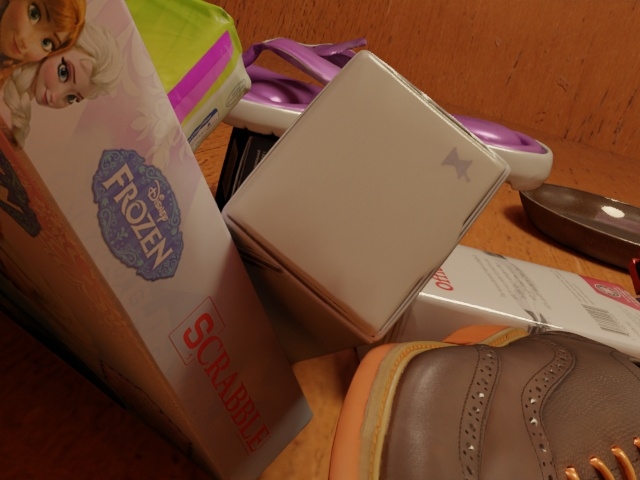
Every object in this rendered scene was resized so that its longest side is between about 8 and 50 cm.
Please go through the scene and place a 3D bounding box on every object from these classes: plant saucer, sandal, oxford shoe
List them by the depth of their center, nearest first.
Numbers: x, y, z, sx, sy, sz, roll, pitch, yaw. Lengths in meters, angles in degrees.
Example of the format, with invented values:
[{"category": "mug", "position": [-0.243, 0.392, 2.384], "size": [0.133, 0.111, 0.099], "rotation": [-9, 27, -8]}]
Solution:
[{"category": "oxford shoe", "position": [0.101, 0.102, 0.442], "size": [0.132, 0.130, 0.363], "rotation": [-2, 7, 22]}, {"category": "sandal", "position": [0.033, -0.147, 0.942], "size": [0.416, 0.102, 0.169], "rotation": [12, 16, -13]}, {"category": "plant saucer", "position": [0.424, -0.010, 1.376], "size": [0.310, 0.050, 0.310], "rotation": [16, 15, -4]}]

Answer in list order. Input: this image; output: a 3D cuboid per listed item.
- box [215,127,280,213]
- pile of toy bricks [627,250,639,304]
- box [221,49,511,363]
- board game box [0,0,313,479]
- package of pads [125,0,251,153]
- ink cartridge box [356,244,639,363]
[{"category": "box", "position": [0.008, -0.046, 0.965], "size": [0.207, 0.108, 0.153], "rotation": [14, 16, -11]}, {"category": "pile of toy bricks", "position": [0.320, 0.067, 0.738], "size": [0.118, 0.105, 0.212], "rotation": [6, 52, -15]}, {"category": "box", "position": [0.000, 0.000, 0.561], "size": [0.094, 0.113, 0.275], "rotation": [40, -15, -1]}, {"category": "board game box", "position": [-0.172, -0.047, 0.489], "size": [0.318, 0.319, 0.066], "rotation": [27, 62, 36]}, {"category": "package of pads", "position": [-0.230, -0.137, 0.800], "size": [0.296, 0.229, 0.101], "rotation": [27, -23, 24]}, {"category": "ink cartridge box", "position": [0.139, 0.073, 0.723], "size": [0.217, 0.092, 0.158], "rotation": [16, 15, -9]}]
